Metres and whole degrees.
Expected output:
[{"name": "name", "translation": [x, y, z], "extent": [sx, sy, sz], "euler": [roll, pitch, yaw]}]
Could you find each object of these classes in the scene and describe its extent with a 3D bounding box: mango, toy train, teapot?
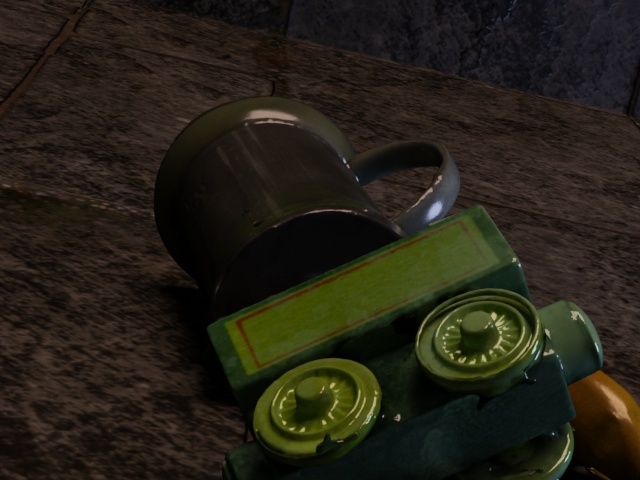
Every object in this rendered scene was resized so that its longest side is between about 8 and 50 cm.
[{"name": "mango", "translation": [0.203, 0.141, 1.498], "extent": [0.075, 0.098, 0.190], "euler": [-10, 14, -24]}, {"name": "toy train", "translation": [0.053, 0.102, 1.266], "extent": [0.272, 0.159, 0.188], "euler": [-24, 40, -3]}, {"name": "teapot", "translation": [0.000, 0.000, 1.600], "extent": [0.270, 0.200, 0.337], "euler": [-29, 23, -1]}]

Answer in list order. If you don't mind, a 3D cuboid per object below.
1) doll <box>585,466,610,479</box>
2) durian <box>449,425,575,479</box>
[{"name": "doll", "translation": [0.278, 0.190, 1.507], "extent": [0.078, 0.076, 0.113], "euler": [-35, 11, -33]}, {"name": "durian", "translation": [0.115, 0.112, 1.432], "extent": [0.168, 0.158, 0.137], "euler": [3, -27, 4]}]
